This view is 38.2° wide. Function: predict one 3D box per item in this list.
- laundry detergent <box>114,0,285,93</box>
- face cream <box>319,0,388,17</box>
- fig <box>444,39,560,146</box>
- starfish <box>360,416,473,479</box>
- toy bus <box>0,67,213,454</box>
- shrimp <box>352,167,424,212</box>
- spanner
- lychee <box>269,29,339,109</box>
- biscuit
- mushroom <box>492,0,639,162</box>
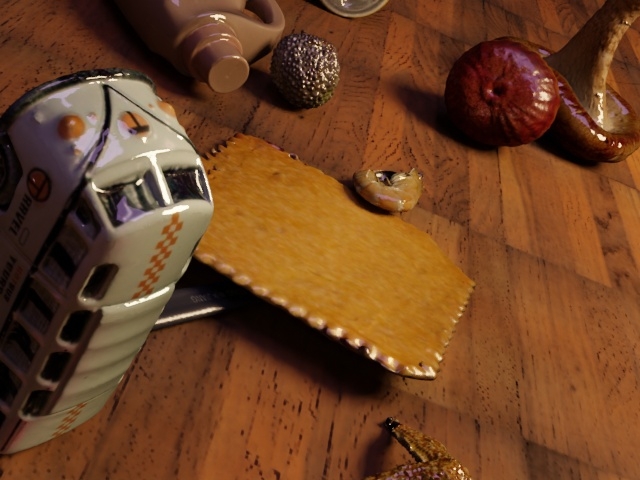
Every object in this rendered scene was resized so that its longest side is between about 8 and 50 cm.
[{"bbox_3d":[-0.103,-0.221,0.891,0.171,0.076,0.237,-3,41,-38],"label":"laundry detergent"},{"bbox_3d":[0.043,-0.410,1.250,0.105,0.105,0.348,18,32,-12],"label":"face cream"},{"bbox_3d":[0.184,-0.146,0.989,0.119,0.153,0.119,3,76,-11],"label":"fig"},{"bbox_3d":[0.058,0.134,0.510,0.133,0.041,0.130,13,32,-20],"label":"starfish"},{"bbox_3d":[-0.117,0.016,0.423,0.089,0.194,0.087,48,37,18],"label":"toy bus"},{"bbox_3d":[0.059,-0.050,0.794,0.059,0.023,0.108,22,22,7],"label":"shrimp"},{"bbox_3d":[-0.052,0.038,0.603,0.209,0.012,0.046,-8,46,-43],"label":"spanner"},{"bbox_3d":[-0.014,-0.162,0.874,0.068,0.067,0.083,-9,64,9],"label":"lychee"},{"bbox_3d":[0.000,0.000,0.676,0.237,0.013,0.232,31,25,7],"label":"biscuit"},{"bbox_3d":[0.312,-0.226,1.057,0.148,0.217,0.227,-13,48,-45],"label":"mushroom"}]
